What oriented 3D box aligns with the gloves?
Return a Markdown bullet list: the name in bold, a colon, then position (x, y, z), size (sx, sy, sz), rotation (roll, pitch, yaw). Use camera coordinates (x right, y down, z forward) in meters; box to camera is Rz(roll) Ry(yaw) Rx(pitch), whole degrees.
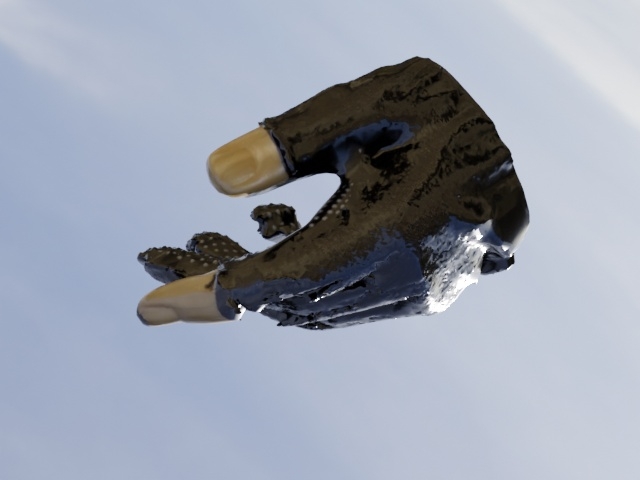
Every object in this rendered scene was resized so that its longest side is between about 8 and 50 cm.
- **gloves**: position (0.002, 0.003, 0.931), size (0.106, 0.181, 0.129), rotation (52, 167, 15)
